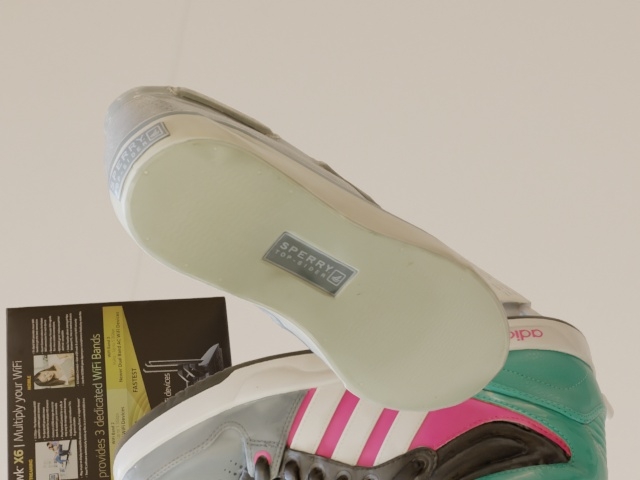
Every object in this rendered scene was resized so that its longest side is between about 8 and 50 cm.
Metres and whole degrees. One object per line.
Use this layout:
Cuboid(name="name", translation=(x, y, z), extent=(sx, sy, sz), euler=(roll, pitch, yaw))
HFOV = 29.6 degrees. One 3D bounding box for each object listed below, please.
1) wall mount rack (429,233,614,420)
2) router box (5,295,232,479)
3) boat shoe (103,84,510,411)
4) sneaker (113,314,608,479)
Cuboid(name="wall mount rack", translation=(0.138, 0.082, 1.228), extent=(0.304, 0.130, 0.350), euler=(3, -158, -33))
Cuboid(name="router box", translation=(-0.211, 0.219, 1.300), extent=(0.243, 0.081, 0.308), euler=(-2, -116, -11))
Cuboid(name="boat shoe", translation=(-0.001, 0.000, 0.533), extent=(0.079, 0.227, 0.081), euler=(-46, -142, 13))
Cuboid(name="sneaker", translation=(0.028, 0.159, 0.679), extent=(0.296, 0.123, 0.178), euler=(-15, -135, 5))
